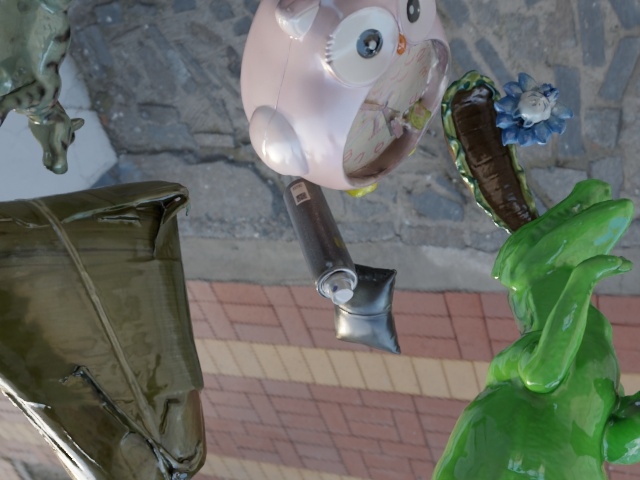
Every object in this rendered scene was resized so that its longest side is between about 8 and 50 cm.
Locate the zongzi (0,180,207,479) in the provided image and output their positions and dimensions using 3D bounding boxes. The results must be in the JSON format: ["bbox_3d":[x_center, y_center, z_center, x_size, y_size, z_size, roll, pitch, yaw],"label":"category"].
[{"bbox_3d":[-0.286,0.155,0.695,0.181,0.418,0.447,-33,66,50],"label":"zongzi"}]

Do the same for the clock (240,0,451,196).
[{"bbox_3d":[0.028,-0.280,1.077,0.250,0.368,0.377,38,158,23],"label":"clock"}]

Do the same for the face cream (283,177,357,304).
[{"bbox_3d":[0.000,0.000,1.182,0.073,0.283,0.073,-9,130,-11],"label":"face cream"}]

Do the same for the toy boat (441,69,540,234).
[{"bbox_3d":[0.262,-0.110,1.069,0.293,0.108,0.099,67,161,2],"label":"toy boat"}]

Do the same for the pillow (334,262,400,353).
[{"bbox_3d":[0.106,0.166,1.734,0.186,0.106,0.250,9,122,27],"label":"pillow"}]

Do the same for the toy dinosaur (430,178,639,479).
[{"bbox_3d":[0.063,0.208,0.450,0.144,0.374,0.500,30,111,-12],"label":"toy dinosaur"}]

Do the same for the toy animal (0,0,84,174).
[{"bbox_3d":[-0.271,-0.154,0.626,0.089,0.170,0.255,17,133,-7],"label":"toy animal"}]

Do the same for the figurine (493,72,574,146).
[{"bbox_3d":[0.298,-0.179,1.018,0.114,0.114,0.079,31,172,0],"label":"figurine"}]
